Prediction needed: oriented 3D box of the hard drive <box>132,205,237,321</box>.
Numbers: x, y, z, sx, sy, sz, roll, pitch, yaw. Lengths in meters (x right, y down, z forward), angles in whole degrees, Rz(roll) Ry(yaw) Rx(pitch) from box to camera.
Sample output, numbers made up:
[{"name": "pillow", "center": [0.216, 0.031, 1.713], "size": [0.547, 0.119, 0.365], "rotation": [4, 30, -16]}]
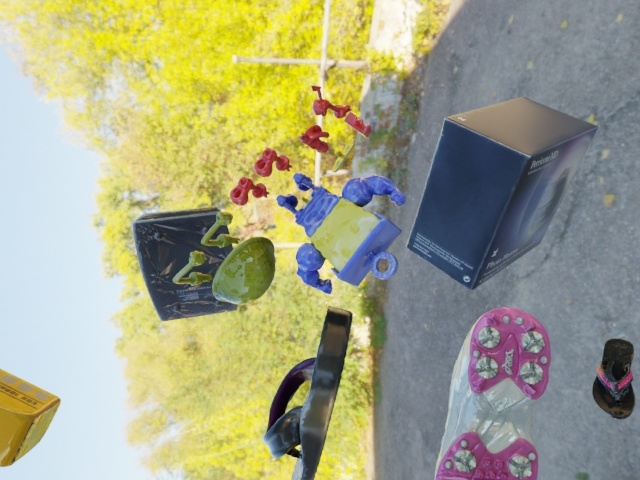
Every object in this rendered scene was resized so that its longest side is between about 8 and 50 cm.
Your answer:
[{"name": "hard drive", "center": [-0.252, 0.047, 0.886], "size": [0.054, 0.172, 0.254], "rotation": [-110, 16, -49]}]

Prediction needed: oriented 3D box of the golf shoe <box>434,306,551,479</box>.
[{"name": "golf shoe", "center": [0.220, 0.238, 0.608], "size": [0.140, 0.115, 0.306], "rotation": [27, -101, -81]}]

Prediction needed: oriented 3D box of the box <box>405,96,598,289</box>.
[{"name": "box", "center": [0.359, -0.103, 0.924], "size": [0.183, 0.296, 0.293], "rotation": [37, 134, 34]}]

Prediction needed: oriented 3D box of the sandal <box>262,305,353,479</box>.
[{"name": "sandal", "center": [-0.033, 0.272, 0.772], "size": [0.167, 0.107, 0.445], "rotation": [-73, -6, -53]}]

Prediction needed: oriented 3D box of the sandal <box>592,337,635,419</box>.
[{"name": "sandal", "center": [0.554, 0.249, 0.863], "size": [0.179, 0.067, 0.040], "rotation": [-56, -46, -37]}]

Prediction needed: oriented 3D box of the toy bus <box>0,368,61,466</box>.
[{"name": "toy bus", "center": [-0.656, 0.267, 0.807], "size": [0.108, 0.333, 0.130], "rotation": [-63, 2, 3]}]

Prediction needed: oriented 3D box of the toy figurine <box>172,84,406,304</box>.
[{"name": "toy figurine", "center": [0.000, 0.000, 0.646], "size": [0.362, 0.217, 0.191], "rotation": [-52, -23, 4]}]
